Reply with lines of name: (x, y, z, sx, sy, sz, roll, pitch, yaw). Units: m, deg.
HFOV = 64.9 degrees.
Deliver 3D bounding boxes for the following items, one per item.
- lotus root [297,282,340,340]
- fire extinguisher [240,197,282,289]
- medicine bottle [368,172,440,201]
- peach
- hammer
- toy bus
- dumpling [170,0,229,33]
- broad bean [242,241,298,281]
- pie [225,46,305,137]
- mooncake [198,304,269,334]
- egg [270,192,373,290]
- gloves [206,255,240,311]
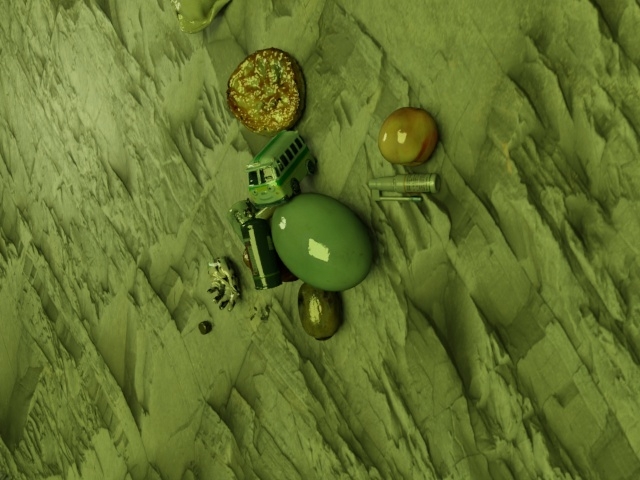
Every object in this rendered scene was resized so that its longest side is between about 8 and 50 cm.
lotus root: (-0.010, 0.204, 1.729, 0.154, 0.154, 0.278, -8, 85, 29)
fire extinguisher: (-0.202, 0.009, 1.614, 0.093, 0.118, 0.294, -15, 94, -11)
medicine bottle: (0.261, -0.164, 1.580, 0.220, 0.061, 0.092, 3, 117, 29)
peach: (0.261, -0.309, 1.493, 0.184, 0.184, 0.184, 4, 98, 28)
hammer: (-0.188, -0.106, 1.812, 0.305, 0.113, 0.202, -37, 81, 22)
toy bus: (-0.135, -0.237, 1.645, 0.133, 0.276, 0.165, -10, 121, 30)
dumpling: (-0.435, -0.918, 1.834, 0.243, 0.187, 0.318, -8, 103, -10)
broad bean: (-0.163, 0.079, 1.760, 0.122, 0.228, 0.156, -58, 35, 40)
pie: (-0.184, -0.521, 1.765, 0.315, 0.092, 0.315, 2, 94, 24)
mooncake: (-0.354, 0.316, 1.979, 0.347, 0.057, 0.150, 1, 109, 26)
egg: (0.000, 0.000, 1.614, 0.389, 0.276, 0.276, 40, 114, 32)
gloves: (-0.370, 0.171, 1.944, 0.127, 0.111, 0.212, -18, 84, 5)
